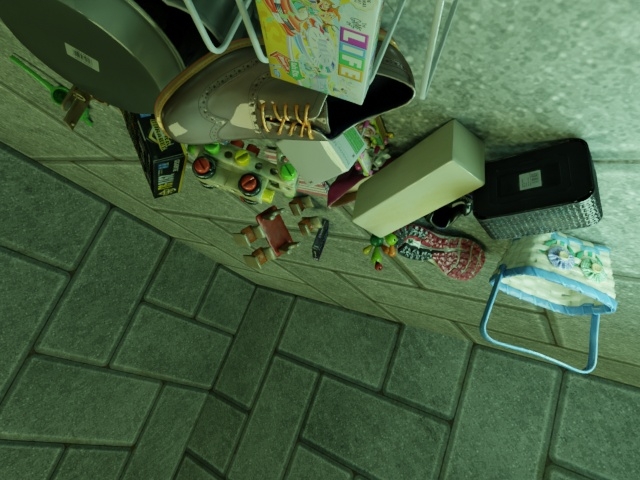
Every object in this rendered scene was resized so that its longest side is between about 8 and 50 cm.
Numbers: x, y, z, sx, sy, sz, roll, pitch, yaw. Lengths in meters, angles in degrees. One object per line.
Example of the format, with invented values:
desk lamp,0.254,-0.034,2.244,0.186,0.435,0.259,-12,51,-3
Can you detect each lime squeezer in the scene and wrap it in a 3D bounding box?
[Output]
lime squeezer,-0.770,-0.429,1.231,0.110,0.059,0.310,48,176,22

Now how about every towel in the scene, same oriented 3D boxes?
towel,-0.058,-0.188,1.125,0.144,0.029,0.197,14,160,24

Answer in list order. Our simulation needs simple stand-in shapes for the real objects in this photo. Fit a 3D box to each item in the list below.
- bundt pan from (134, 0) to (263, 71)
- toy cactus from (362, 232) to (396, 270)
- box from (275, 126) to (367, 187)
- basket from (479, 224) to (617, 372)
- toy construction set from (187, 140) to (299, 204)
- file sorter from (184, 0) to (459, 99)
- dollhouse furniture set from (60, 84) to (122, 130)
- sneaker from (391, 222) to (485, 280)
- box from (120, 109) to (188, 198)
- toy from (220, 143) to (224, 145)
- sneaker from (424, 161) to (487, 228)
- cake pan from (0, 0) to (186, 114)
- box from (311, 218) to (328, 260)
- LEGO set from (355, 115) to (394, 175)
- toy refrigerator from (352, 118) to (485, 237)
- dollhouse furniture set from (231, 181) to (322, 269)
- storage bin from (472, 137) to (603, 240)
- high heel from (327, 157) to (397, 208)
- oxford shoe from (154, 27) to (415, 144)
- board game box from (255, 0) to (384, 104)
bundt pan,-0.222,-0.332,0.681,0.331,0.124,0.331,20,165,6
toy cactus,0.149,-0.044,1.105,0.112,0.219,0.180,-8,-160,5
box,0.002,-0.165,0.695,0.102,0.087,0.101,-15,121,45
basket,0.511,0.125,0.925,0.255,0.289,0.201,18,169,0
toy construction set,-0.153,-0.193,0.881,0.328,0.215,0.151,17,166,17
file sorter,0.013,-0.286,0.416,0.278,0.193,0.173,18,166,13
dollhouse furniture set,-0.602,-0.351,1.106,0.151,0.123,0.144,24,164,-8
sneaker,0.335,0.016,1.165,0.299,0.121,0.112,24,-167,-11
box,-0.401,-0.260,0.956,0.079,0.257,0.322,-19,179,-23
toy,-0.318,-0.297,1.043,0.137,0.056,0.237,22,164,-7
sneaker,0.247,-0.080,0.898,0.107,0.124,0.283,23,164,-6
cake pan,-0.355,-0.302,0.634,0.293,0.054,0.293,20,163,6
box,0.000,0.000,1.494,0.029,0.116,0.162,18,164,7
LEGO set,0.038,-0.212,0.767,0.287,0.107,0.132,33,160,-36
toy refrigerator,0.186,-0.107,0.803,0.094,0.102,0.269,28,146,-24
dollhouse furniture set,-0.163,-0.075,1.271,0.135,0.262,0.259,2,122,53
storage bin,0.363,-0.082,0.693,0.180,0.122,0.084,-12,146,38
high heel,0.119,-0.122,0.938,0.244,0.117,0.082,9,159,38
oxford shoe,-0.048,-0.197,0.558,0.364,0.132,0.130,-18,142,-2
board game box,-0.001,-0.186,0.359,0.103,0.026,0.154,19,169,5
